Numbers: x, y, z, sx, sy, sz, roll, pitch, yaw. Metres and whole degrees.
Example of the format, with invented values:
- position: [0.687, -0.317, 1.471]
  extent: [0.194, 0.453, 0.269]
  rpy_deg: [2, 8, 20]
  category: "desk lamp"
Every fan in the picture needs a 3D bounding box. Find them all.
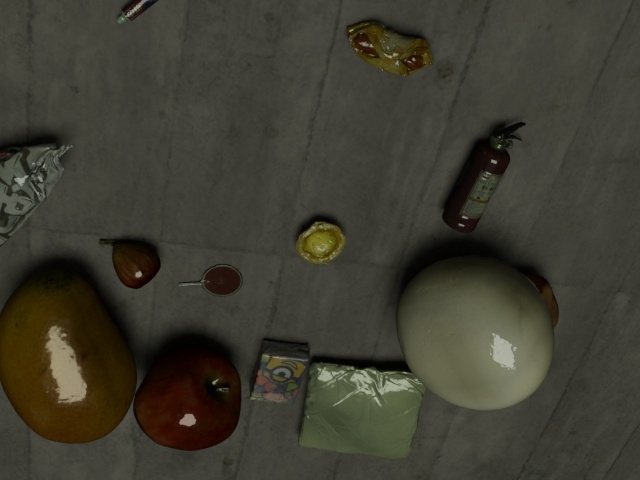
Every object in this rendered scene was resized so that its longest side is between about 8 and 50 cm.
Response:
- position: [-0.227, 0.086, 1.634]
  extent: [0.133, 0.005, 0.085]
  rpy_deg: [-5, 127, -4]
  category: "fan"

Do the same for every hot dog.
- position: [0.123, -0.319, 1.348]
  extent: [0.168, 0.061, 0.078]
  rpy_deg: [13, 124, -15]
  category: "hot dog"

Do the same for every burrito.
- position: [-0.605, -0.057, 1.430]
  extent: [0.445, 0.101, 0.139]
  rpy_deg: [-38, 114, 22]
  category: "burrito"

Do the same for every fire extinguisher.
- position: [0.318, -0.126, 1.513]
  extent: [0.099, 0.071, 0.231]
  rpy_deg: [-4, 130, -39]
  category: "fire extinguisher"

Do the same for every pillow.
- position: [0.099, 0.393, 1.852]
  extent: [0.280, 0.076, 0.274]
  rpy_deg: [6, 122, -4]
  category: "pillow"

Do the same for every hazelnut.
- position: [0.428, 0.139, 1.682]
  extent: [0.150, 0.150, 0.150]
  rpy_deg: [-3, 126, -4]
  category: "hazelnut"

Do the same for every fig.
- position: [-0.375, 0.033, 1.542]
  extent: [0.125, 0.089, 0.089]
  rpy_deg: [44, 112, -8]
  category: "fig"

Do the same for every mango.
- position: [-0.511, 0.233, 1.583]
  extent: [0.263, 0.221, 0.378]
  rpy_deg: [-4, 116, 2]
  category: "mango"

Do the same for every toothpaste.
- position: [-0.276, -0.394, 1.275]
  extent: [0.140, 0.021, 0.037]
  rpy_deg: [-35, 127, 14]
  category: "toothpaste"

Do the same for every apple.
- position: [-0.287, 0.338, 1.686]
  extent: [0.229, 0.230, 0.230]
  rpy_deg: [-3, 126, -4]
  category: "apple"

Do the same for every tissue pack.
- position: [-0.092, 0.294, 1.765]
  extent: [0.108, 0.060, 0.148]
  rpy_deg: [9, 125, -12]
  category: "tissue pack"

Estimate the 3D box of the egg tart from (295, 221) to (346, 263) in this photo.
- position: [0.000, 0.000, 1.577]
  extent: [0.105, 0.039, 0.105]
  rpy_deg: [-3, 126, -4]
  category: "egg tart"

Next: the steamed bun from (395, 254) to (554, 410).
- position: [0.297, 0.191, 1.574]
  extent: [0.324, 0.206, 0.324]
  rpy_deg: [20, 128, 27]
  category: "steamed bun"
